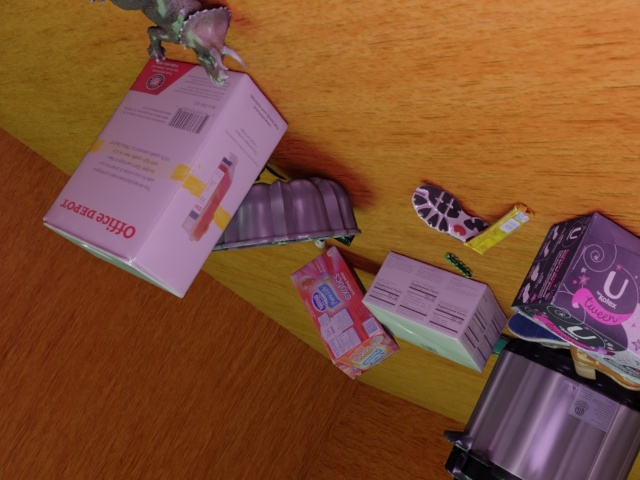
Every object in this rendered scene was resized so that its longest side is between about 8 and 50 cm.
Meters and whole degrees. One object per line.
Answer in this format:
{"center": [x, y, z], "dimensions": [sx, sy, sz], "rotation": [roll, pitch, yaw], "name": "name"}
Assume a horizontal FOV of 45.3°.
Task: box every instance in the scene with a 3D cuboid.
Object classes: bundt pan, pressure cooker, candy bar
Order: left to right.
{"center": [-0.085, -0.054, 1.567], "dimensions": [0.330, 0.124, 0.331], "rotation": [-7, 178, 0], "name": "bundt pan"}
{"center": [0.296, -0.016, 1.281], "dimensions": [0.040, 0.018, 0.161], "rotation": [29, 146, -10], "name": "candy bar"}
{"center": [0.503, 0.473, 1.740], "dimensions": [0.369, 0.421, 0.375], "rotation": [21, 174, 42], "name": "pressure cooker"}

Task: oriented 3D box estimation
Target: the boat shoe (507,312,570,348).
{"center": [0.488, 0.202, 1.644], "dimensions": [0.183, 0.066, 0.066], "rotation": [13, 159, 49], "name": "boat shoe"}

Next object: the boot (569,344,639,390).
{"center": [0.588, 0.216, 1.497], "dimensions": [0.197, 0.073, 0.152], "rotation": [0, 133, 22], "name": "boot"}

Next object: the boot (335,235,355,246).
{"center": [0.032, -0.019, 1.846], "dimensions": [0.099, 0.045, 0.121], "rotation": [27, 165, 2], "name": "boot"}

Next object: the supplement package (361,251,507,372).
{"center": [0.269, 0.165, 1.791], "dimensions": [0.261, 0.145, 0.204], "rotation": [21, 162, 36], "name": "supplement package"}

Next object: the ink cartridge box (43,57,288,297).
{"center": [-0.284, -0.125, 1.410], "dimensions": [0.279, 0.385, 0.160], "rotation": [20, 162, 37], "name": "ink cartridge box"}

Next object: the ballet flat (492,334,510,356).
{"center": [0.412, 0.253, 1.987], "dimensions": [0.188, 0.070, 0.070], "rotation": [25, 165, 31], "name": "ballet flat"}

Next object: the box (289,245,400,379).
{"center": [0.060, 0.186, 1.996], "dimensions": [0.300, 0.154, 0.142], "rotation": [60, -174, 37], "name": "box"}

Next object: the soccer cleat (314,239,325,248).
{"center": [0.000, 0.000, 1.998], "dimensions": [0.035, 0.029, 0.083], "rotation": [26, 161, 31], "name": "soccer cleat"}

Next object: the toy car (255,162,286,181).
{"center": [-0.164, -0.156, 1.600], "dimensions": [0.155, 0.149, 0.188], "rotation": [5, 165, 37], "name": "toy car"}

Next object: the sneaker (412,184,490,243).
{"center": [0.223, -0.036, 1.365], "dimensions": [0.169, 0.068, 0.071], "rotation": [35, 171, -21], "name": "sneaker"}

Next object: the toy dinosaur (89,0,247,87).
{"center": [-0.247, -0.363, 1.141], "dimensions": [0.313, 0.121, 0.160], "rotation": [42, 150, -24], "name": "toy dinosaur"}

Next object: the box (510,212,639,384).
{"center": [0.448, 0.095, 1.158], "dimensions": [0.247, 0.163, 0.142], "rotation": [31, 167, -5], "name": "box"}

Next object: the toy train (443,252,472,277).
{"center": [0.292, 0.053, 1.627], "dimensions": [0.083, 0.017, 0.023], "rotation": [39, 173, -31], "name": "toy train"}
